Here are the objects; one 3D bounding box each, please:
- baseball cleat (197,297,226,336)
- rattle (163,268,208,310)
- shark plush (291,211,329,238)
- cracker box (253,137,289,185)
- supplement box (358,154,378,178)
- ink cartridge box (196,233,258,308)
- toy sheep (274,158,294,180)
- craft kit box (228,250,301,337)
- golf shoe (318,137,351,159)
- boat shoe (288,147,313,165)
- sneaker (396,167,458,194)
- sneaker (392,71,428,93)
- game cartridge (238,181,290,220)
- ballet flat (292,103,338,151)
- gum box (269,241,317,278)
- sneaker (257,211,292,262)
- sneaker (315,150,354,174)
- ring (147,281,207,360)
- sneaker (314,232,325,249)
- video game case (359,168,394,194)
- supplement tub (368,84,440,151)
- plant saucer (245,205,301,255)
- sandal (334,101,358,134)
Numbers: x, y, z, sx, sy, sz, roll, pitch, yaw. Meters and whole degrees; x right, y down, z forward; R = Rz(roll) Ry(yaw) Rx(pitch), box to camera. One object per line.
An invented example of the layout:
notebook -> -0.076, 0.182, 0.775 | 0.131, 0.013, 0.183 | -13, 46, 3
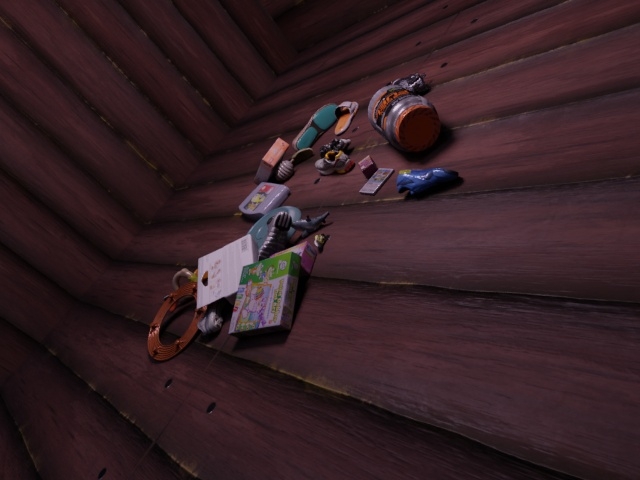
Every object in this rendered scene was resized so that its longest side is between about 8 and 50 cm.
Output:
baseball cleat -> -0.403, 0.262, 1.850 | 0.109, 0.072, 0.206 | -32, 28, 18
rattle -> -0.575, 0.200, 2.170 | 0.200, 0.130, 0.143 | -60, 7, 26
shark plush -> -0.037, -0.063, 1.846 | 0.161, 0.067, 0.073 | -14, 38, 42
cracker box -> -0.241, -0.373, 2.455 | 0.156, 0.067, 0.232 | -58, 3, -28
supplement box -> 0.180, -0.277, 1.898 | 0.055, 0.043, 0.083 | -34, 28, 14
ink cartridge box -> -0.344, 0.127, 1.889 | 0.238, 0.060, 0.275 | -26, 41, 11
toy sheep -> -0.170, -0.338, 2.395 | 0.132, 0.091, 0.091 | -53, 23, 20
craft kit box -> -0.179, 0.179, 1.627 | 0.246, 0.061, 0.250 | -16, 55, 37
golf shoe -> 0.064, -0.395, 2.205 | 0.093, 0.077, 0.198 | -19, 4, -27
boat shoe -> -0.093, -0.413, 2.438 | 0.153, 0.056, 0.048 | -28, 34, 40
sneaker -> 0.329, -0.179, 1.560 | 0.209, 0.069, 0.082 | 2, 83, 42
sneaker -> 0.352, -0.610, 2.086 | 0.153, 0.101, 0.269 | -17, 34, 44
game cartridge -> -0.271, -0.181, 2.338 | 0.196, 0.060, 0.294 | -53, 29, -12
ballet flat -> -0.033, -0.568, 2.533 | 0.316, 0.107, 0.106 | -46, 20, -10
gum box -> -0.112, 0.086, 1.734 | 0.188, 0.062, 0.107 | -22, 34, 34
sneaker -> -0.179, -0.006, 1.900 | 0.229, 0.086, 0.132 | -65, 22, 3
sneaker -> 0.048, -0.335, 2.099 | 0.225, 0.093, 0.088 | 3, 52, 55
ring -> -0.567, 0.308, 1.974 | 0.336, 0.032, 0.337 | -26, 42, 26
sneaker -> 0.000, 0.000, 1.747 | 0.035, 0.031, 0.083 | -33, 29, 16
video game case -> 0.202, -0.213, 1.812 | 0.122, 0.011, 0.087 | -50, 28, -14
supplement tub -> 0.300, -0.437, 1.810 | 0.193, 0.194, 0.316 | -38, 28, 7
plant saucer -> -0.214, -0.033, 2.062 | 0.317, 0.044, 0.318 | -32, 28, 19
sandal -> 0.112, -0.613, 2.432 | 0.101, 0.076, 0.265 | -21, 34, 34
